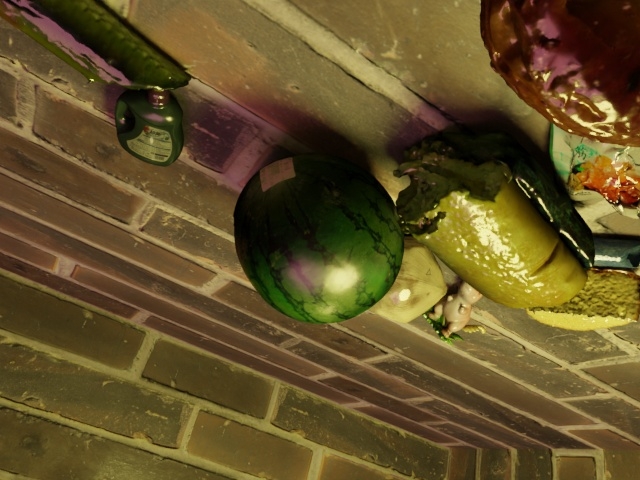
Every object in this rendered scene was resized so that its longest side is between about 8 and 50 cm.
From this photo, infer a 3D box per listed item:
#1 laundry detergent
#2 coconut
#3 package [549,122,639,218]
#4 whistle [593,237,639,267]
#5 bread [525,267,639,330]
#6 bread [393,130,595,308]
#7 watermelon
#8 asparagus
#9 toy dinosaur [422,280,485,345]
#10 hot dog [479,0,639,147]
[{"bbox_3d":[-0.343,-0.245,0.993,0.144,0.078,0.221,23,150,-6],"label":"laundry detergent"},{"bbox_3d":[0.191,0.087,1.181,0.224,0.224,0.224,12,150,7],"label":"coconut"},{"bbox_3d":[0.430,-0.127,0.770,0.166,0.040,0.232,36,162,44],"label":"package"},{"bbox_3d":[0.580,0.024,1.027,0.305,0.062,0.062,5,148,18],"label":"whistle"},{"bbox_3d":[0.591,0.137,1.147,0.261,0.129,0.134,2,155,24],"label":"bread"},{"bbox_3d":[0.318,-0.019,0.906,0.377,0.208,0.251,38,151,-25],"label":"bread"},{"bbox_3d":[0.000,0.000,0.986,0.364,0.363,0.363,12,150,7],"label":"watermelon"},{"bbox_3d":[-0.402,-0.349,0.811,0.382,0.128,0.108,35,-179,-32],"label":"asparagus"},{"bbox_3d":[0.370,0.173,1.351,0.177,0.152,0.194,-42,137,11],"label":"toy dinosaur"},{"bbox_3d":[0.312,-0.225,0.453,0.388,0.266,0.174,-11,-153,-37],"label":"hot dog"}]
